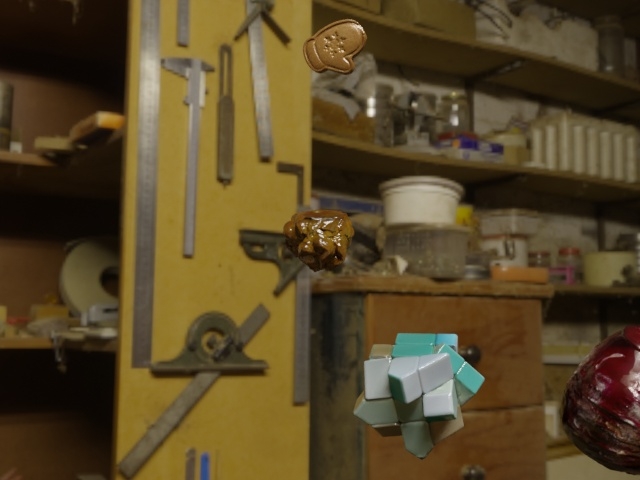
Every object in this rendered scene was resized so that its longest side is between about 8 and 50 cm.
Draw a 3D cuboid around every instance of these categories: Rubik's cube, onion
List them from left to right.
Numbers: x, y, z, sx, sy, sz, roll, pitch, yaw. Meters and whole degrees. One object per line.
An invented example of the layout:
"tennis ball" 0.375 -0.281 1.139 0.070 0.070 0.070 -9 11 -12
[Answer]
"Rubik's cube" 0.207 0.322 1.612 0.265 0.224 0.213 -2 17 13
"onion" 0.525 0.266 1.312 0.207 0.206 0.216 -5 29 -42

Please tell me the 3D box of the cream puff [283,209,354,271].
"cream puff" 0.000 0.000 1.266 0.116 0.094 0.122 -9 12 -23

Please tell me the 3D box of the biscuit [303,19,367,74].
"biscuit" 0.035 -0.408 1.661 0.140 0.118 0.023 -32 -12 12
